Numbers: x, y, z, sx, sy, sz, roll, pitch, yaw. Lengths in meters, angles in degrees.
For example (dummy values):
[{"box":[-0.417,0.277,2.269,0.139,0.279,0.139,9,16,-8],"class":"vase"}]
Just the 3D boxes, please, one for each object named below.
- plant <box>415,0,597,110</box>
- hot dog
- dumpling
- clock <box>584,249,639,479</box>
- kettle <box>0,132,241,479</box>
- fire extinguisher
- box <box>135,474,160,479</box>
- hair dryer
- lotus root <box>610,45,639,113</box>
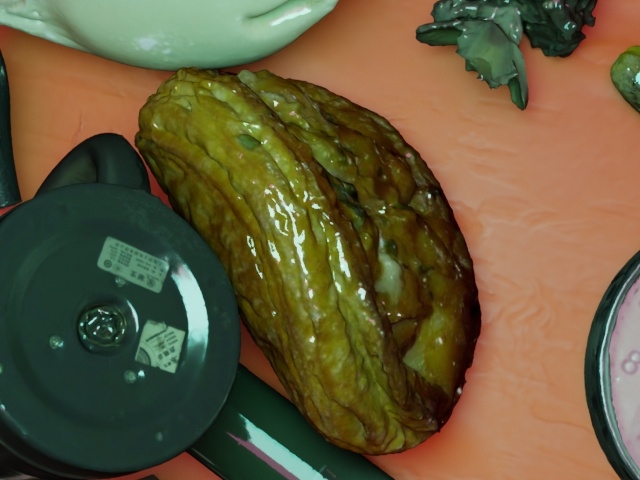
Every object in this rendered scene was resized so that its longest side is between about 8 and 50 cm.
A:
[{"box":[0.187,-0.228,1.249,0.142,0.131,0.203,27,87,5],"class":"plant"},{"box":[0.000,0.000,1.184,0.174,0.267,0.387,-40,77,30],"class":"hot dog"},{"box":[-0.130,-0.304,1.281,0.395,0.233,0.315,-11,50,17],"class":"dumpling"},{"box":[0.399,0.120,1.218,0.319,0.066,0.318,-1,82,5],"class":"clock"},{"box":[-0.236,0.061,1.176,0.228,0.324,0.320,18,67,-27],"class":"kettle"},{"box":[-0.006,0.211,1.228,0.311,0.095,0.114,38,77,9],"class":"fire extinguisher"},{"box":[-0.272,0.355,1.178,0.051,0.204,0.365,43,89,8],"class":"box"},{"box":[-0.388,-0.109,1.241,0.219,0.075,0.195,-12,101,-4],"class":"hair dryer"},{"box":[0.314,-0.139,1.267,0.099,0.049,0.054,43,86,3],"class":"lotus root"}]
